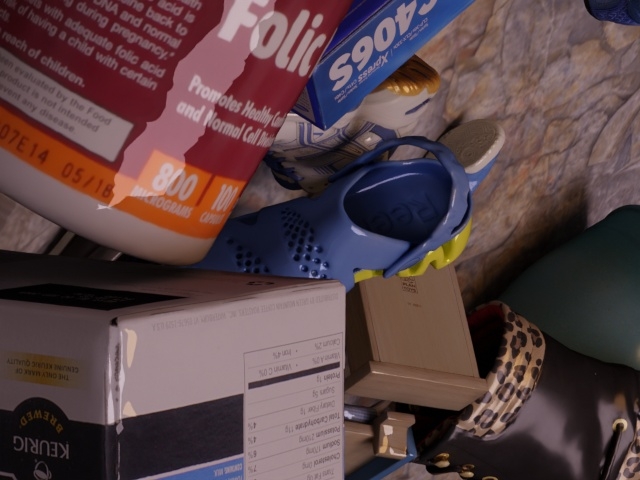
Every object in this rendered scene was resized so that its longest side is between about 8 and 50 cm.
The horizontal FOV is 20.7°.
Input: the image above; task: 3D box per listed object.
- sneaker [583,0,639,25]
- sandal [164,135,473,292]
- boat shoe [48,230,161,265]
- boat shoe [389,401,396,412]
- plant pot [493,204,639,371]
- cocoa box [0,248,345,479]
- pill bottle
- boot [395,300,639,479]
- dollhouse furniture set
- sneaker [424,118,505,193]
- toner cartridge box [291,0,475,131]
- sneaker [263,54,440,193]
[{"bbox_3d":[0.343,-0.345,1.710,0.130,0.147,0.330,47,60,-33],"label":"sneaker"},{"bbox_3d":[0.000,0.000,1.402,0.317,0.126,0.138,-31,169,-23],"label":"sandal"},{"bbox_3d":[-0.185,0.044,1.382,0.227,0.069,0.081,-57,150,3],"label":"boat shoe"},{"bbox_3d":[0.113,0.136,1.858,0.092,0.103,0.285,-42,141,-13],"label":"boat shoe"},{"bbox_3d":[0.295,0.131,1.973,0.255,0.271,0.271,-24,139,-19],"label":"plant pot"},{"bbox_3d":[-0.183,0.136,1.146,0.231,0.347,0.228,-8,99,-53],"label":"cocoa box"},{"bbox_3d":[-0.080,-0.200,1.141,0.224,0.224,0.392,17,106,-58],"label":"pill bottle"},{"bbox_3d":[0.182,0.251,1.785,0.284,0.138,0.377,30,105,-31],"label":"boot"},{"bbox_3d":[-0.043,0.104,1.646,0.286,0.198,0.303,12,143,-35],"label":"dollhouse furniture set"},{"bbox_3d":[0.133,-0.049,1.744,0.152,0.058,0.084,-48,143,-4],"label":"sneaker"},{"bbox_3d":[0.060,-0.246,1.354,0.348,0.165,0.075,-42,148,-21],"label":"toner cartridge box"},{"bbox_3d":[-0.017,-0.091,1.451,0.296,0.112,0.131,-6,130,-48],"label":"sneaker"}]
